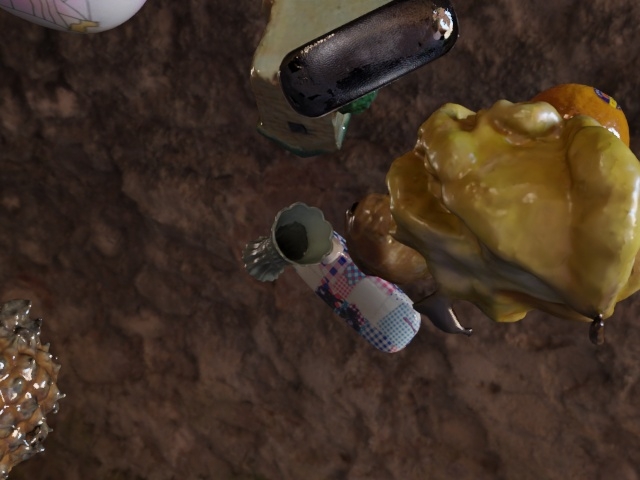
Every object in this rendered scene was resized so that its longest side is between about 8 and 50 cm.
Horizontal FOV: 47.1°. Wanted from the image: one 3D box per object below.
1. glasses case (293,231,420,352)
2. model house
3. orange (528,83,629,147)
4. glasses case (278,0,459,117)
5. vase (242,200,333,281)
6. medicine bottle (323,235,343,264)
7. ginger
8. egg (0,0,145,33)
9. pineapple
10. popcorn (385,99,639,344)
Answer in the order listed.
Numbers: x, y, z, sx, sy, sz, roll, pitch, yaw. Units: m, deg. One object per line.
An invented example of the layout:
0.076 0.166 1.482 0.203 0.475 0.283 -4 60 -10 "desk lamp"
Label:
0.071 0.100 1.552 0.327 0.125 0.076 42 20 20 "glasses case"
0.025 -0.403 1.676 0.335 0.382 0.342 15 -23 10 "model house"
0.479 -0.193 1.418 0.219 0.193 0.219 3 -71 9 "orange"
0.080 -0.312 1.223 0.122 0.314 0.075 63 3 -12 "glasses case"
-0.049 0.010 0.929 0.081 0.081 0.149 31 -24 -15 "vase"
0.000 0.000 1.424 0.089 0.052 0.052 49 -28 -5 "medicine bottle"
0.143 -0.010 1.228 0.172 0.165 0.321 54 19 4 "ginger"
-0.319 -0.346 0.827 0.271 0.196 0.196 20 -22 -19 "egg"
-0.329 0.142 0.703 0.166 0.193 0.166 27 -6 3 "pineapple"
0.232 -0.029 0.818 0.316 0.281 0.297 10 -25 33 "popcorn"
